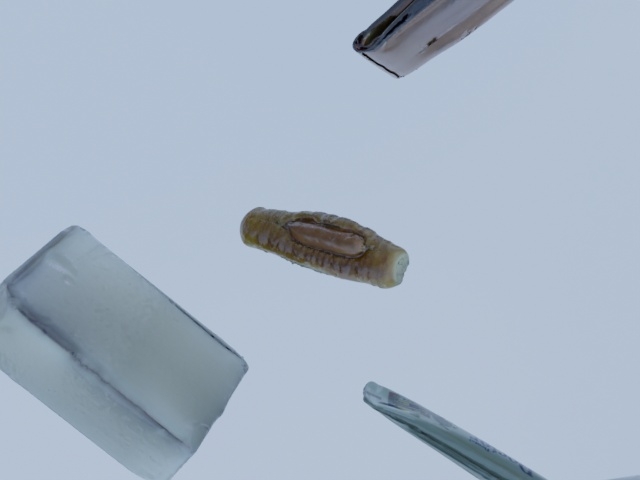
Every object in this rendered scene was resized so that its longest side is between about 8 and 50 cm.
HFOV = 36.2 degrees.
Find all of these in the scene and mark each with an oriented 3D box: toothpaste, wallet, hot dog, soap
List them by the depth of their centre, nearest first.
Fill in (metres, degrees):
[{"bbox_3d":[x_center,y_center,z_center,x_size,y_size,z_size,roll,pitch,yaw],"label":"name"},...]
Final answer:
[{"bbox_3d":[0.000,0.000,0.706,0.044,0.137,0.028,-63,-33,-15],"label":"hot dog"},{"bbox_3d":[-0.154,0.083,0.732,0.183,0.121,0.064,40,-59,-4],"label":"soap"},{"bbox_3d":[0.151,0.213,0.957,0.255,0.067,0.037,32,-78,0],"label":"toothpaste"},{"bbox_3d":[0.129,-0.244,0.999,0.195,0.042,0.161,-36,-12,13],"label":"wallet"}]

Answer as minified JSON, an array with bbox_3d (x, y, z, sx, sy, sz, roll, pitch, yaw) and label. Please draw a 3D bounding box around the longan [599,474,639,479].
[{"bbox_3d":[0.238,0.351,0.670,0.391,0.391,0.391,-15,-38,-12],"label":"longan"}]
